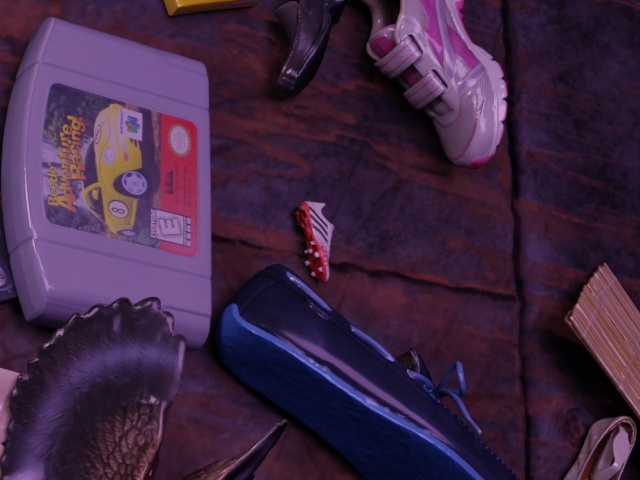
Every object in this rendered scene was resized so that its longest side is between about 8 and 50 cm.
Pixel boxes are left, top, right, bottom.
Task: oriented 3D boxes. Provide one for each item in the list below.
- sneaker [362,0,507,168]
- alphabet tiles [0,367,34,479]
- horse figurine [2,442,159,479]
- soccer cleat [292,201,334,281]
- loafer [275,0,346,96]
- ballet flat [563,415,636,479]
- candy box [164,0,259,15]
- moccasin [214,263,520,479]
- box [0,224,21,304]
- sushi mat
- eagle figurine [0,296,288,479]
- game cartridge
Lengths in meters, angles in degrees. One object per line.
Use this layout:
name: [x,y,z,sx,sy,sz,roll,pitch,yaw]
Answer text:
sneaker: [0.106,-0.186,1.910,0.111,0.103,0.252,-10,70,-31]
alphabet tiles: [-0.266,0.244,1.455,0.278,0.021,0.284,20,82,-42]
horse figurine: [-0.228,0.186,1.546,0.263,0.066,0.174,0,83,-40]
soccer cleat: [0.000,0.000,1.801,0.035,0.029,0.083,-7,70,-31]
loafer: [-0.018,-0.217,1.868,0.061,0.062,0.170,21,54,1]
ballet flat: [0.277,0.244,1.864,0.057,0.052,0.168,35,56,-16]
candy box: [-0.136,-0.326,1.848,0.105,0.027,0.206,-14,78,-33]
moccasin: [0.066,0.141,1.719,0.342,0.138,0.117,41,50,-13]
box: [-0.302,0.027,1.597,0.083,0.018,0.067,-14,79,-37]
sushi mat: [0.367,0.175,1.945,0.316,0.019,0.151,54,32,-3]
eagle figurine: [-0.149,0.230,1.453,0.225,0.226,0.298,10,49,-4]
game cartridge: [-0.192,-0.055,1.671,0.196,0.060,0.294,11,63,-30]
